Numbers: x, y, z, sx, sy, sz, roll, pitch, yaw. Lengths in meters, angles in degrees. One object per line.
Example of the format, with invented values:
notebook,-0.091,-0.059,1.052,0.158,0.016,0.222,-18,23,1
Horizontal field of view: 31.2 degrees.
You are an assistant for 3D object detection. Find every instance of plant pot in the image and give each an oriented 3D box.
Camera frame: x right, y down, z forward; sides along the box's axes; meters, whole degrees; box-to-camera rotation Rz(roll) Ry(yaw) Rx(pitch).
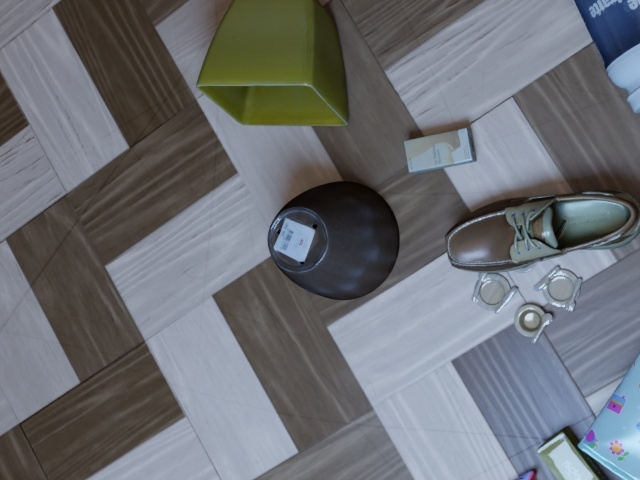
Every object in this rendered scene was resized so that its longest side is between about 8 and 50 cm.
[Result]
plant pot,0.000,0.000,1.959,0.215,0.230,0.215,0,90,20
plant pot,-0.070,-0.323,2.010,0.212,0.212,0.187,3,78,20

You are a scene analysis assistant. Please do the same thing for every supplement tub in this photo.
supplement tub,0.514,-0.358,1.797,0.191,0.191,0.272,-26,81,18

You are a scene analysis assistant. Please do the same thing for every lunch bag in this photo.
lunch bag,0.578,0.307,1.788,0.262,0.160,0.223,34,100,23

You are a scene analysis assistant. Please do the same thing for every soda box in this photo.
soda box,0.436,0.399,1.887,0.058,0.061,0.181,-41,77,16

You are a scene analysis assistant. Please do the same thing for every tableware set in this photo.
tableware set,0.348,0.084,1.944,0.168,0.020,0.141,37,101,17

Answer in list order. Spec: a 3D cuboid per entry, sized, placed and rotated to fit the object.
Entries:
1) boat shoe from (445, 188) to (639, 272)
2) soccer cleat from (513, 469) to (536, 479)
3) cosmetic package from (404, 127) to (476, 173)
boat shoe,0.362,-0.024,1.871,0.324,0.120,0.122,-14,84,12
soccer cleat,0.400,0.494,1.893,0.248,0.083,0.095,45,99,17
cosmetic package,0.207,-0.155,1.985,0.115,0.041,0.060,-12,86,19
